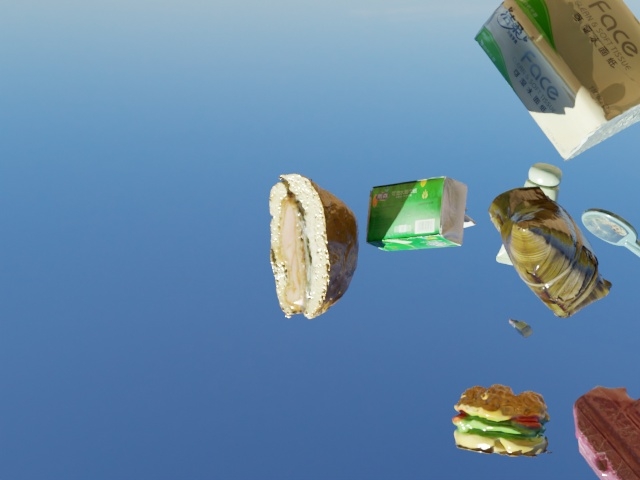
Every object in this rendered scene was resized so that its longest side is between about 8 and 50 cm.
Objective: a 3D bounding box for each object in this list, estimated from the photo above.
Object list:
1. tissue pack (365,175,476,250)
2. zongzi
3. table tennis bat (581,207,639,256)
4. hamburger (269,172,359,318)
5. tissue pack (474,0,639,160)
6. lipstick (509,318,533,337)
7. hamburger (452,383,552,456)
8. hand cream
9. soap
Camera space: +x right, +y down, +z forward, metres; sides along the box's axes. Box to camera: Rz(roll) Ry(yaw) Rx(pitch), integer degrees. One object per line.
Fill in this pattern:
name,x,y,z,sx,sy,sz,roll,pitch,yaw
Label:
tissue pack,0.237,-0.053,1.949,0.209,0.148,0.156,-7,163,41
zongzi,0.359,-0.031,1.478,0.288,0.134,0.286,36,-160,-41
table tennis bat,0.805,-0.011,2.242,0.237,0.038,0.149,34,163,-4
hamburger,-0.001,0.000,1.938,0.162,0.330,0.209,-2,-170,33
tissue pack,0.649,-0.455,2.109,0.332,0.405,0.205,-27,167,-24
lipstick,0.477,0.206,2.019,0.025,0.025,0.107,-34,-169,-2
hamburger,0.410,0.405,1.917,0.237,0.148,0.237,2,175,0
hand cream,0.607,-0.065,2.379,0.147,0.305,0.093,12,-163,2
soap,0.806,0.538,2.258,0.220,0.127,0.325,-26,-137,-5
